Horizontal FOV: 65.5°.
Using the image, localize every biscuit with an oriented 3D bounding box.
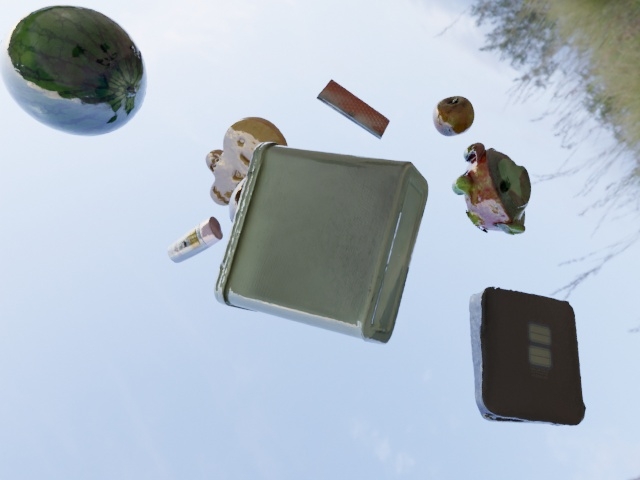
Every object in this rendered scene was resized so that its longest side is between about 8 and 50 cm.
[{"bbox_3d":[-0.224,-0.217,1.544,0.275,0.355,0.052,32,-142,-3],"label":"biscuit"}]

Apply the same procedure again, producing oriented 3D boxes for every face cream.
[{"bbox_3d":[-0.388,0.003,1.536,0.057,0.198,0.084,2,-117,-58],"label":"face cream"}]

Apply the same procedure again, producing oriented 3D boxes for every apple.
[{"bbox_3d":[0.360,-0.332,1.344,0.114,0.102,0.099,-37,-139,-27],"label":"apple"}]

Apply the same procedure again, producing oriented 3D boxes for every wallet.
[{"bbox_3d":[0.090,-0.344,1.302,0.196,0.020,0.103,33,-135,-3],"label":"wallet"}]

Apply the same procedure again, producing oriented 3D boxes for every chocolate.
[{"bbox_3d":[-0.157,-0.098,1.305,0.177,0.177,0.177,13,-135,-13],"label":"chocolate"}]

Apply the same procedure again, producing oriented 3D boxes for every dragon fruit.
[{"bbox_3d":[0.477,-0.137,1.348,0.295,0.130,0.268,-1,-104,-45],"label":"dragon fruit"}]

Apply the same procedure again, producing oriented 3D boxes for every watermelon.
[{"bbox_3d":[-0.626,-0.436,1.291,0.363,0.363,0.363,13,-135,-13],"label":"watermelon"}]

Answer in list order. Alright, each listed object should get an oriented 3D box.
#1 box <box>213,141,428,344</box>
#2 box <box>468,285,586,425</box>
[{"bbox_3d":[0.000,0.000,0.993,0.344,0.352,0.177,11,172,32],"label":"box"},{"bbox_3d":[0.558,0.312,1.347,0.359,0.091,0.350,11,-111,-20],"label":"box"}]
